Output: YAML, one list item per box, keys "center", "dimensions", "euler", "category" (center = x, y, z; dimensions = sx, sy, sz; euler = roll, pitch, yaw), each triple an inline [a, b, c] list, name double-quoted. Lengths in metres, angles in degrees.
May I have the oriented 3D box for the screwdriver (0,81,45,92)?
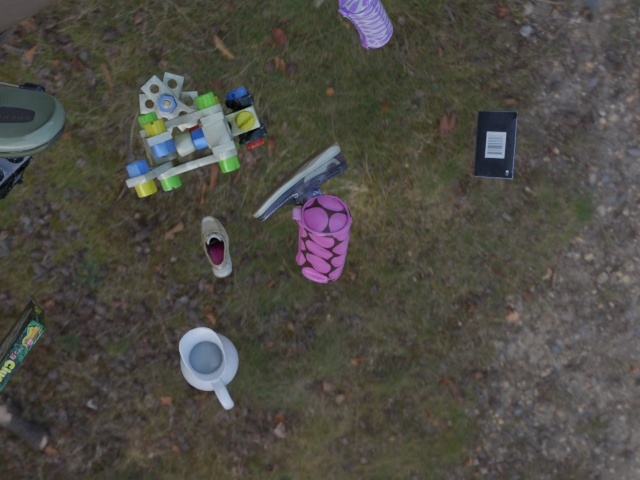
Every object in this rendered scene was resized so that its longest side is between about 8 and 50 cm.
- center: [-0.625, -0.317, 1.556]
  dimensions: [0.170, 0.024, 0.025]
  euler: [13, 160, 35]
  category: "screwdriver"

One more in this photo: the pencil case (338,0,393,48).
- center: [0.104, -0.506, 1.704]
  dimensions: [0.086, 0.206, 0.088]
  euler: [35, 95, 21]
  category: "pencil case"

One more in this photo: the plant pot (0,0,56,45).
- center: [-0.380, -0.333, 0.819]
  dimensions: [0.229, 0.263, 0.262]
  euler: [0, 116, 28]
  category: "plant pot"

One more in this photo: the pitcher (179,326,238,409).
- center: [-0.229, 0.278, 1.607]
  dimensions: [0.126, 0.207, 0.177]
  euler: [-23, 80, -9]
  category: "pitcher"

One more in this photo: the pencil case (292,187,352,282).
- center: [0.000, 0.000, 1.335]
  dimensions: [0.098, 0.095, 0.209]
  euler: [-5, 151, -5]
  category: "pencil case"

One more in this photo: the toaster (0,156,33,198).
- center: [-0.808, -0.161, 1.854]
  dimensions: [0.110, 0.168, 0.186]
  euler: [40, 141, -11]
  category: "toaster"

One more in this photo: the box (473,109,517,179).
- center: [0.417, -0.227, 1.796]
  dimensions: [0.093, 0.158, 0.155]
  euler: [5, 98, 13]
  category: "box"

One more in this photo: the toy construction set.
- center: [-0.203, -0.179, 1.214]
  dimensions: [0.215, 0.327, 0.151]
  euler: [-21, 118, -1]
  category: "toy construction set"

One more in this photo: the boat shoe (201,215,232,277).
- center: [-0.251, 0.005, 1.805]
  dimensions: [0.063, 0.170, 0.059]
  euler: [-20, 151, -5]
  category: "boat shoe"

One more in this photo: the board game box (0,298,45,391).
- center: [-0.508, 0.218, 1.155]
  dimensions: [0.030, 0.136, 0.259]
  euler: [36, 86, -25]
  category: "board game box"

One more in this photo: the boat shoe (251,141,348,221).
- center: [-0.043, -0.131, 1.857]
  dimensions: [0.285, 0.103, 0.092]
  euler: [-42, 102, -20]
  category: "boat shoe"

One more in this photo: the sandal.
- center: [-0.450, -0.158, 0.861]
  dimensions: [0.303, 0.120, 0.086]
  euler: [-2, 148, -7]
  category: "sandal"
